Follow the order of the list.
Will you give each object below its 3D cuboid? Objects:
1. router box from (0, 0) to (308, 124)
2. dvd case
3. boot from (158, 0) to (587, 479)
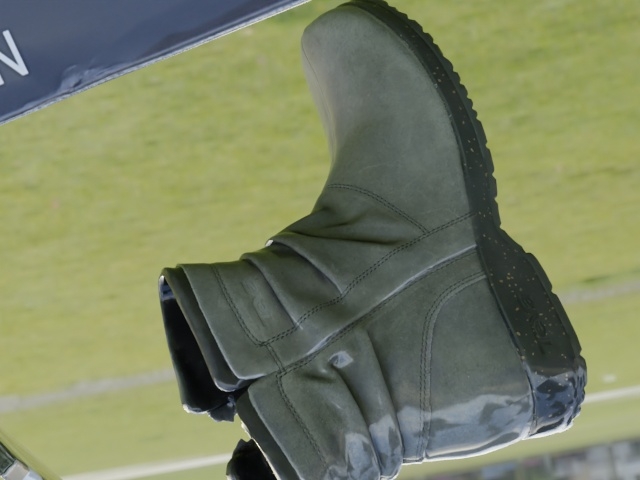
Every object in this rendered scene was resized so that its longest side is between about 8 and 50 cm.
[{"bbox_3d":[-0.175,-0.112,0.325,0.309,0.243,0.081,-21,-163,5],"label":"router box"},{"bbox_3d":[-0.152,0.180,1.092,0.221,0.018,0.164,46,170,-31],"label":"dvd case"},{"bbox_3d":[0.000,0.000,0.747,0.161,0.246,0.083,-14,152,-21],"label":"boot"}]
